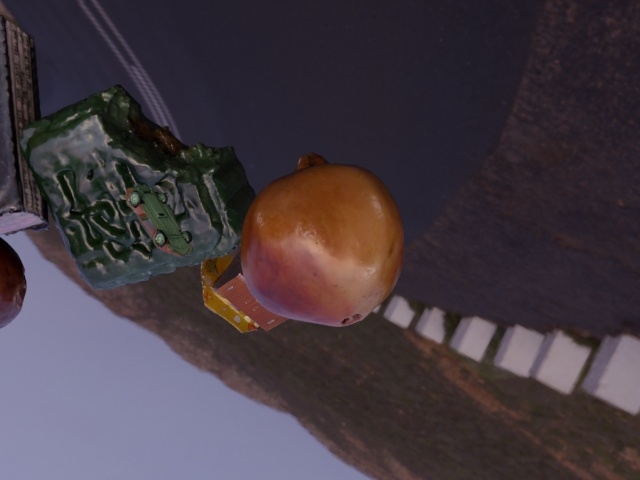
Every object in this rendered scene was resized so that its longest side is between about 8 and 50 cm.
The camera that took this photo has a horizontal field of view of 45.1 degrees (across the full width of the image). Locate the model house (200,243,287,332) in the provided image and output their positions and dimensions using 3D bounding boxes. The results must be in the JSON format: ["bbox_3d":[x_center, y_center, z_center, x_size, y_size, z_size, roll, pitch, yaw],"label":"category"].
[{"bbox_3d":[-0.145,0.081,1.659,0.219,0.207,0.136,44,162,-23],"label":"model house"}]

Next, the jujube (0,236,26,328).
[{"bbox_3d":[-0.515,0.071,1.115,0.168,0.168,0.236,30,150,-10],"label":"jujube"}]

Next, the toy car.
[{"bbox_3d":[-0.214,-0.024,1.025,0.121,0.035,0.059,57,-155,15],"label":"toy car"}]

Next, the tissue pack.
[{"bbox_3d":[-0.597,-0.172,1.288,0.260,0.361,0.122,-12,166,12],"label":"tissue pack"}]

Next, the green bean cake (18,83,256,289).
[{"bbox_3d":[-0.288,-0.098,1.241,0.169,0.301,0.307,-65,-45,-69],"label":"green bean cake"}]

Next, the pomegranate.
[{"bbox_3d":[0.001,0.006,0.926,0.209,0.209,0.209,29,177,2],"label":"pomegranate"}]
